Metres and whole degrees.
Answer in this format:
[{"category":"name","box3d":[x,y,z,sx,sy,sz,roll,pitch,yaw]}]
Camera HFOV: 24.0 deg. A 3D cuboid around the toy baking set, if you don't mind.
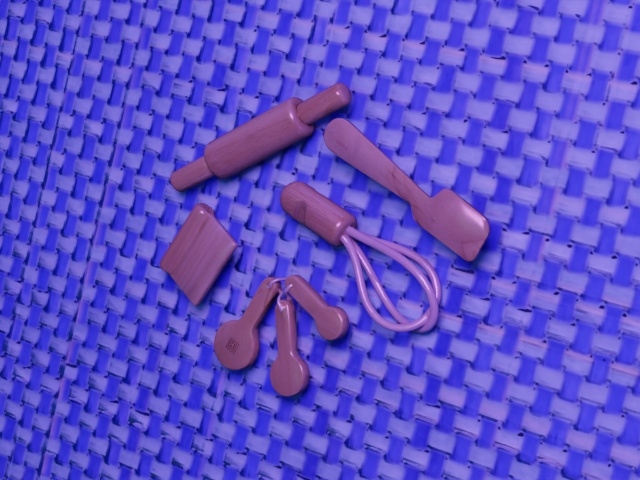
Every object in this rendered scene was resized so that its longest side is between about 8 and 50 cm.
[{"category":"toy baking set","box3d":[-0.003,-0.006,1.044,0.256,0.030,0.196,-30,75,30]}]
